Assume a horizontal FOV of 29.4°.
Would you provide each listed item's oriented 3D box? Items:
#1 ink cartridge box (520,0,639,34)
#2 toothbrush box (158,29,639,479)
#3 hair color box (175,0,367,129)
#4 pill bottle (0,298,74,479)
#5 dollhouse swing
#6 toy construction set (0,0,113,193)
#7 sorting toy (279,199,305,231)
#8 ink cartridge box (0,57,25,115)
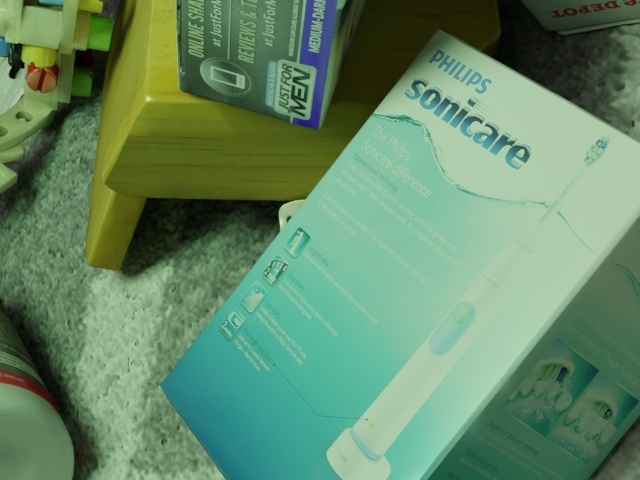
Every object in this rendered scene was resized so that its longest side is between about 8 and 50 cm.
[{"bbox_3d":[0.165,-0.224,0.769,0.139,0.190,0.082,-3,62,41],"label":"ink cartridge box"},{"bbox_3d":[0.073,0.052,0.730,0.296,0.126,0.216,-53,42,4],"label":"toothbrush box"},{"bbox_3d":[0.007,-0.264,0.798,0.110,0.185,0.339,18,59,5],"label":"hair color box"},{"bbox_3d":[-0.338,0.114,1.029,0.176,0.176,0.318,-50,42,6],"label":"pill bottle"},{"bbox_3d":[-0.042,-0.155,1.014,0.315,0.305,0.347,1,57,-4],"label":"dollhouse swing"},{"bbox_3d":[-0.267,-0.175,1.127,0.328,0.151,0.215,-53,29,39],"label":"toy construction set"},{"bbox_3d":[0.000,0.000,0.871,0.075,0.045,0.083,5,67,20],"label":"sorting toy"},{"bbox_3d":[-0.380,-0.225,1.388,0.224,0.056,0.181,22,80,28],"label":"ink cartridge box"}]
